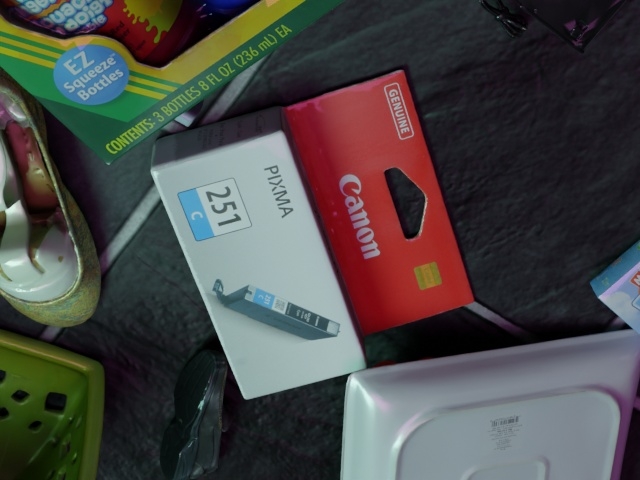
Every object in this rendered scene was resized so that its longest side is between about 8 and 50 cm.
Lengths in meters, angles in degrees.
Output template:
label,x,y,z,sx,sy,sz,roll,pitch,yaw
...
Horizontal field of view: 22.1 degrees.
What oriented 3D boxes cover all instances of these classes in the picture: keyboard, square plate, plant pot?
label,x,y,z,sx,sy,sz,roll,pitch,yaw
keyboard,0.196,-0.246,1.547,0.180,0.023,0.108,34,107,-21
square plate,0.187,0.269,1.793,0.347,0.049,0.344,-7,123,-17
plant pot,-0.365,0.237,1.684,0.227,0.228,0.207,19,124,-16

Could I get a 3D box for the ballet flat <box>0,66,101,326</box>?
label,x,y,z,sx,sy,sz,roll,pitch,yaw
ballet flat,-0.298,-0.035,1.583,0.123,0.123,0.349,-11,121,3

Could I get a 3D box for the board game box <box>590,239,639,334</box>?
label,x,y,z,sx,sy,sz,roll,pitch,yaw
board game box,0.414,0.060,1.734,0.211,0.039,0.160,39,108,-23

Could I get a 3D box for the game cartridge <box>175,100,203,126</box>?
label,x,y,z,sx,sy,sz,roll,pitch,yaw
game cartridge,-0.136,-0.142,1.548,0.056,0.083,0.017,31,119,-22

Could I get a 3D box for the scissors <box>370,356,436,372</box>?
label,x,y,z,sx,sy,sz,roll,pitch,yaw
scissors,0.071,0.239,1.799,0.109,0.021,0.297,-16,134,-29

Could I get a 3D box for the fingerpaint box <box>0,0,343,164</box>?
label,x,y,z,sx,sy,sz,roll,pitch,yaw
fingerpaint box,-0.127,-0.328,1.353,0.444,0.163,0.371,-33,129,14

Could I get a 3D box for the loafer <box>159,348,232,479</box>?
label,x,y,z,sx,sy,sz,roll,pitch,yaw
loafer,-0.124,0.186,1.769,0.061,0.062,0.170,0,127,-30

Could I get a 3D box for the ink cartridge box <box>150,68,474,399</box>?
label,x,y,z,sx,sy,sz,roll,pitch,yaw
ink cartridge box,0.000,0.000,1.655,0.261,0.066,0.296,-16,121,7
